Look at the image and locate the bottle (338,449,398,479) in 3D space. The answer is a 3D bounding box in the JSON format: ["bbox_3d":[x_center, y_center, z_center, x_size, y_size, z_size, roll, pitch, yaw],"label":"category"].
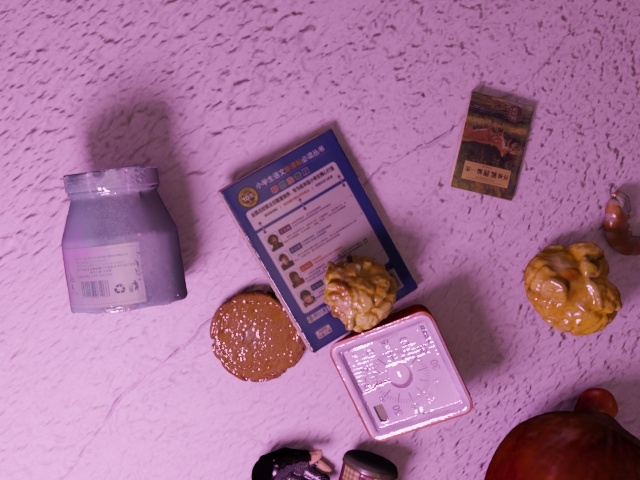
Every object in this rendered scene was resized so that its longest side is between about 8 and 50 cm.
[{"bbox_3d":[0.081,0.632,1.787,0.156,0.143,0.271,16,90,-47],"label":"bottle"}]

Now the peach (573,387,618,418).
[{"bbox_3d":[0.661,0.407,1.853,0.101,0.101,0.100,-1,95,-7],"label":"peach"}]

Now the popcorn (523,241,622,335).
[{"bbox_3d":[0.593,0.107,1.796,0.203,0.226,0.200,-48,141,-37],"label":"popcorn"}]

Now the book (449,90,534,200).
[{"bbox_3d":[0.400,-0.220,1.804,0.160,0.024,0.228,12,93,-10],"label":"book"}]

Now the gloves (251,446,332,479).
[{"bbox_3d":[-0.058,0.534,1.791,0.181,0.106,0.129,7,96,-36],"label":"gloves"}]

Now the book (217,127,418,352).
[{"bbox_3d":[0.000,0.000,1.749,0.300,0.039,0.428,-30,97,-11],"label":"book"}]

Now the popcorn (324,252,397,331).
[{"bbox_3d":[0.080,0.107,1.683,0.173,0.142,0.173,-2,70,6],"label":"popcorn"}]

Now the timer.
[{"bbox_3d":[0.179,0.301,1.760,0.250,0.161,0.257,-25,98,4],"label":"timer"}]

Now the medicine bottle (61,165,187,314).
[{"bbox_3d":[-0.416,-0.006,1.615,0.245,0.245,0.290,-6,94,-6],"label":"medicine bottle"}]

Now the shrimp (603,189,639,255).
[{"bbox_3d":[0.763,-0.043,1.854,0.166,0.049,0.161,-1,98,-8],"label":"shrimp"}]

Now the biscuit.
[{"bbox_3d":[-0.143,0.219,1.767,0.226,0.042,0.226,-1,97,-8],"label":"biscuit"}]

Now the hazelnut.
[{"bbox_3d":[0.572,0.584,1.734,0.421,0.353,0.421,0,77,0],"label":"hazelnut"}]
